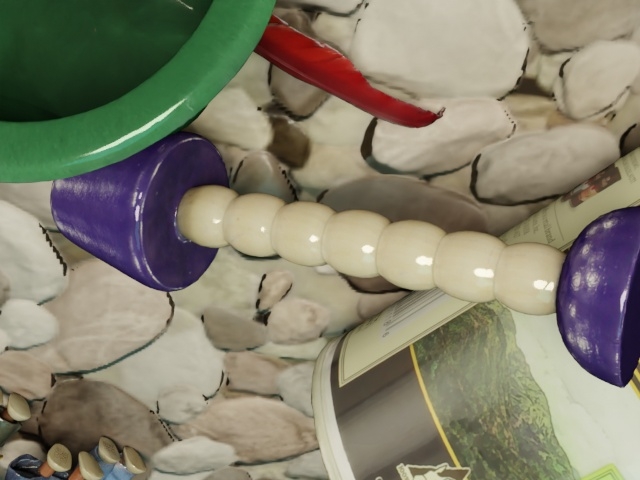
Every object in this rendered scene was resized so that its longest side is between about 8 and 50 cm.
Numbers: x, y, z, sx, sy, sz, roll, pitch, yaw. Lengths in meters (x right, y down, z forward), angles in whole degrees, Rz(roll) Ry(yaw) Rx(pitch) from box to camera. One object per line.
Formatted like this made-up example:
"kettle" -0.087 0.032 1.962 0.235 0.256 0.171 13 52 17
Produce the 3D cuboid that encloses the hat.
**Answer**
"hat" -0.080 -0.076 0.423 0.173 0.208 0.183 -54 166 -8

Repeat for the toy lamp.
"toy lamp" 0.000 0.000 0.425 0.275 0.080 0.080 11 137 28

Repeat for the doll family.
"doll family" -0.200 0.156 0.602 0.193 0.076 0.111 35 99 -25

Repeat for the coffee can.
"coffee can" 0.163 0.068 0.494 0.275 0.201 0.201 -35 126 21
